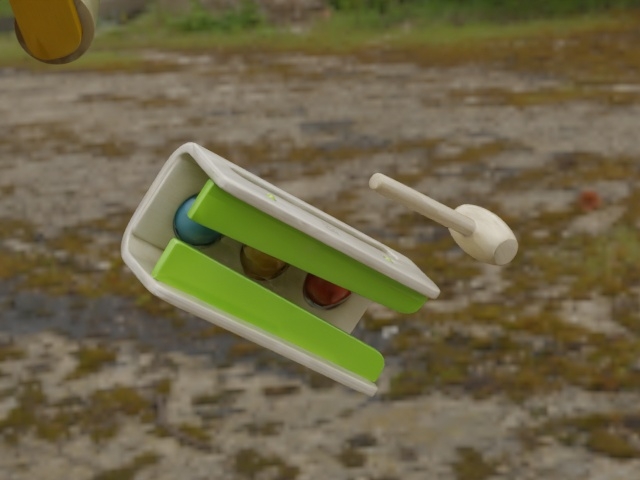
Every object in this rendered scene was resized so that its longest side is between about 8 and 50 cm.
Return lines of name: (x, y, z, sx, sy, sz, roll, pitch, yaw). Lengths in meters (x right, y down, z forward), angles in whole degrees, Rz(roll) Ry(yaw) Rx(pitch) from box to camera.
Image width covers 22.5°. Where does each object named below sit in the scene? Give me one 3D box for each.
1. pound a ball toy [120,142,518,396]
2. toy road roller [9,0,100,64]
pound a ball toy: (0.000, 0.000, 1.509, 0.319, 0.208, 0.136, 27, 10, -33)
toy road roller: (-0.472, -0.401, 2.286, 0.240, 0.330, 0.202, -17, 28, 6)
